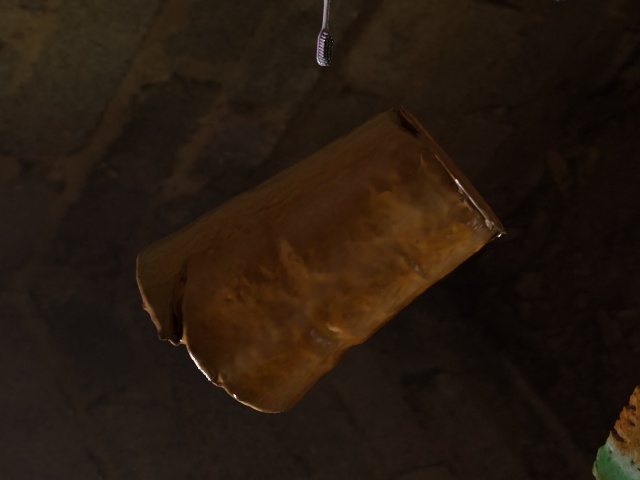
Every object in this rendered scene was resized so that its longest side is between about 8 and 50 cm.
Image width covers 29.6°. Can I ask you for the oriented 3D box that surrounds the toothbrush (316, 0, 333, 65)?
[{"bbox_3d":[0.005,-0.125,0.533,0.008,0.006,0.096,-141,52,-65],"label":"toothbrush"}]

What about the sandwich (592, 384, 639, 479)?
[{"bbox_3d":[0.391,0.218,1.258,0.292,0.109,0.212,-118,40,-67],"label":"sandwich"}]

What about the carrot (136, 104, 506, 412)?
[{"bbox_3d":[0.000,0.000,0.997,0.254,0.196,0.196,-40,57,13],"label":"carrot"}]
